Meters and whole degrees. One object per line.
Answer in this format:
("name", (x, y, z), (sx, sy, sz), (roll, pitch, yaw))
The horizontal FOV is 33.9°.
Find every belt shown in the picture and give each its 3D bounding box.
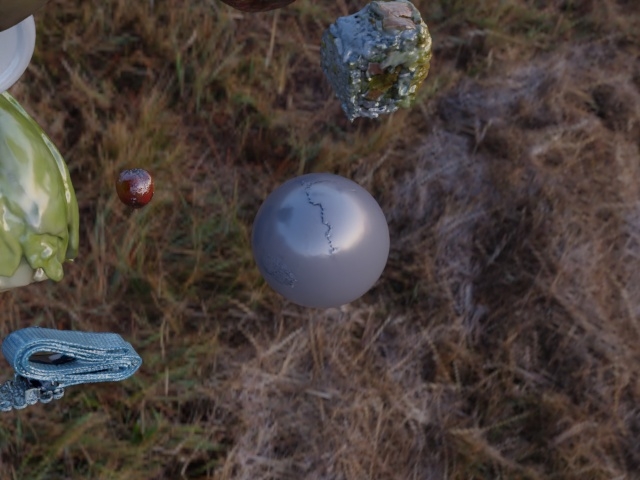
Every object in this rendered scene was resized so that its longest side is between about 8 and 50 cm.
("belt", (-0.316, 0.161, 1.327), (0.179, 0.100, 0.065), (6, 20, -37))

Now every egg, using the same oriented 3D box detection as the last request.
("egg", (0.000, 0.000, 1.126), (0.146, 0.199, 0.146), (-1, 84, 9))

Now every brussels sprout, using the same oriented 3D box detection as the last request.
("brussels sprout", (-0.569, -0.089, 1.632), (0.342, 0.425, 0.361), (-10, 91, -5))

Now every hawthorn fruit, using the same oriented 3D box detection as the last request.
("hawthorn fruit", (-0.339, -0.096, 1.925), (0.077, 0.077, 0.077), (5, 51, -6))

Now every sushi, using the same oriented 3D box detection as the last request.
("sushi", (0.101, -0.321, 1.914), (0.184, 0.274, 0.139), (-17, 58, -12))

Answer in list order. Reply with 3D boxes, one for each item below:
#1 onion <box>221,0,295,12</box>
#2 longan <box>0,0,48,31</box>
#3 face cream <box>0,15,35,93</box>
("onion", (-0.086, -0.461, 1.567), (0.246, 0.246, 0.190), (-31, 31, -29))
("longan", (-0.350, -0.356, 0.990), (0.288, 0.288, 0.350), (-9, 58, -17))
("face cream", (-0.508, -0.308, 1.428), (0.201, 0.201, 0.187), (-17, 41, -22))
